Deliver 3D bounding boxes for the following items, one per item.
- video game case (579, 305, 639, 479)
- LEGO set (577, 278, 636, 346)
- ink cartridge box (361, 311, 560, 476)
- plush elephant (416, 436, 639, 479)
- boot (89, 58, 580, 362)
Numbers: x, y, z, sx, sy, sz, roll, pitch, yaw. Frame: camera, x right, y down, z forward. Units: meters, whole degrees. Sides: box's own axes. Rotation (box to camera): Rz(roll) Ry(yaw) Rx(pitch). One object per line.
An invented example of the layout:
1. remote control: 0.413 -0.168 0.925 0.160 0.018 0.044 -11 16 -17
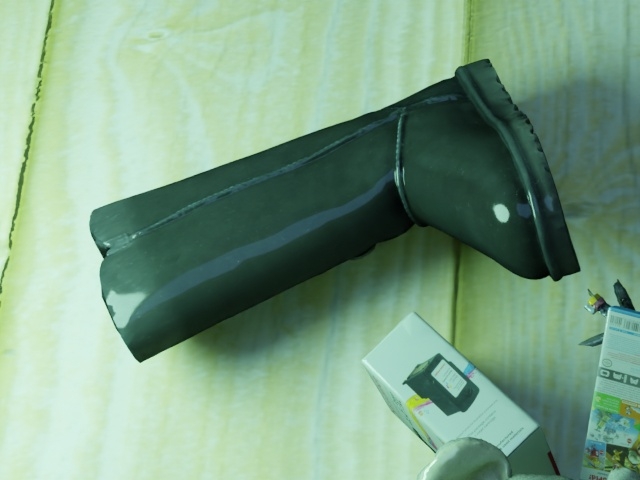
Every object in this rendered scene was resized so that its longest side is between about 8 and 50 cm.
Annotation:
1. video game case: 0.292 0.151 1.559 0.119 0.015 0.166 15 103 32
2. LEGO set: 0.415 0.102 1.592 0.331 0.192 0.255 -24 58 2
3. ink cartridge box: 0.131 0.166 1.677 0.072 0.127 0.175 -43 58 -8
4. plush elephant: 0.200 0.297 1.488 0.271 0.330 0.255 18 67 -19
5. boot: 0.000 -0.001 1.743 0.445 0.146 0.367 -19 24 1
